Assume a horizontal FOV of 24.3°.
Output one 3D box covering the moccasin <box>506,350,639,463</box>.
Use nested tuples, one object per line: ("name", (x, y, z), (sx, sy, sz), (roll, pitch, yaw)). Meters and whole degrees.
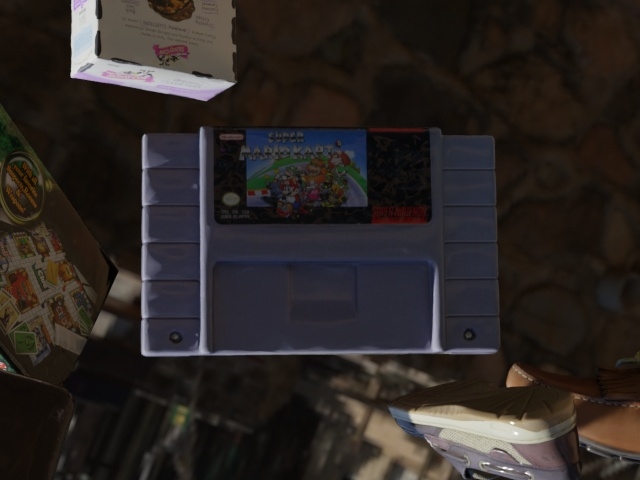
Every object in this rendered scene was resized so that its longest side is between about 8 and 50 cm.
("moccasin", (0.399, 0.180, 1.656), (0.380, 0.147, 0.139), (10, -173, 17))

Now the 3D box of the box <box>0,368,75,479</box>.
("box", (-0.240, 0.230, 0.619), (0.183, 0.296, 0.294), (16, 143, -5))

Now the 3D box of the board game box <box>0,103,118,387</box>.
("board game box", (-0.229, -0.010, 1.014), (0.030, 0.136, 0.259), (1, 140, 29))

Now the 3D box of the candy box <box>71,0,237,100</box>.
("candy box", (-0.176, -0.259, 1.569), (0.165, 0.196, 0.070), (8, 164, -33))

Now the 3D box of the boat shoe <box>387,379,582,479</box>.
("boat shoe", (0.161, 0.196, 1.487), (0.103, 0.092, 0.285), (-18, -174, -29))

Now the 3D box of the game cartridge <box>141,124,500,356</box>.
("game cartridge", (0.000, 0.000, 1.475), (0.355, 0.230, 0.068), (0, 178, -7))
